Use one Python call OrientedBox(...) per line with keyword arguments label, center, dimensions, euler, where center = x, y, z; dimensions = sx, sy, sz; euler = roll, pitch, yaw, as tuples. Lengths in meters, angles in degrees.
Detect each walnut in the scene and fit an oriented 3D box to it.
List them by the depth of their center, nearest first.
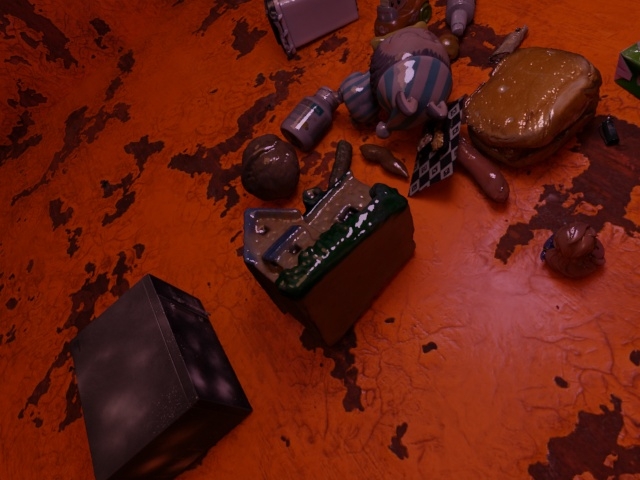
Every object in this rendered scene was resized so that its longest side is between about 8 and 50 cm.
OrientedBox(label="walnut", center=(-0.166, -0.238, 1.331), dimensions=(0.224, 0.224, 0.224), euler=(-12, 58, 20))

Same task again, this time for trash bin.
OrientedBox(label="trash bin", center=(-0.035, -0.969, 1.687), dimensions=(0.367, 0.256, 0.296), euler=(-15, 55, 8))

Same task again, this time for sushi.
OrientedBox(label="sushi", center=(0.317, -0.280, 1.157), dimensions=(0.192, 0.043, 0.280), euler=(-28, 41, 60))

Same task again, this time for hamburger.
OrientedBox(label="hamburger", center=(0.549, -0.356, 1.073), dimensions=(0.304, 0.174, 0.284), euler=(-42, 51, -1))

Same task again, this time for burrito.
OrientedBox(label="burrito", center=(0.599, -0.619, 1.283), dimensions=(0.149, 0.041, 0.055), euler=(-49, 40, -2))

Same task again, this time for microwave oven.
OrientedBox(label="microwave oven", center=(-0.452, 0.374, 1.109), dimensions=(0.374, 0.236, 0.432), euler=(-40, 53, 0))

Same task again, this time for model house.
OrientedBox(label="model house", center=(0.000, 0.000, 1.054), dimensions=(0.382, 0.335, 0.342), euler=(-43, 54, -14))

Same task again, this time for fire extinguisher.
OrientedBox(label="fire extinguisher", center=(0.734, -0.281, 1.033), dimensions=(0.038, 0.025, 0.083), euler=(-22, 52, 42))

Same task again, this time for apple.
OrientedBox(label="apple", center=(0.426, -0.648, 1.361), dimensions=(0.083, 0.084, 0.071), euler=(-2, 70, 25))

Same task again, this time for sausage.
OrientedBox(label="sausage", center=(0.418, -0.212, 1.117), dimensions=(0.078, 0.078, 0.304), euler=(-35, 53, 5))

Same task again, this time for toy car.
OrientedBox(label="toy car", center=(0.280, -0.854, 1.466), dimensions=(0.145, 0.235, 0.235), euler=(34, 81, 36))

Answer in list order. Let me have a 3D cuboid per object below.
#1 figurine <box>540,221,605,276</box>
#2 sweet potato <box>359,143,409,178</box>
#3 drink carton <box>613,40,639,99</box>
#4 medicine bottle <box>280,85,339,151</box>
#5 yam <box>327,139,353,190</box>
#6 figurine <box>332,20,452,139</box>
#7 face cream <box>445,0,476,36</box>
OrientedBox(label="figurine", center=(0.554, 0.022, 0.881), dimensions=(0.126, 0.157, 0.114), euler=(-2, 83, 20))
OrientedBox(label="sweet potato", center=(0.203, -0.252, 1.262), dimensions=(0.065, 0.051, 0.218), euler=(-44, 54, -7))
OrientedBox(label="drink carton", center=(0.883, -0.397, 0.973), dimensions=(0.161, 0.108, 0.271), euler=(-29, 54, 9))
OrientedBox(label="medicine bottle", center=(-0.030, -0.433, 1.427), dimensions=(0.135, 0.135, 0.215), euler=(33, 81, 36))
OrientedBox(label="yam", center=(0.055, -0.200, 1.302), dimensions=(0.061, 0.061, 0.274), euler=(2, 64, 27))
OrientedBox(label="figurine", center=(0.205, -0.437, 1.178), dimensions=(0.361, 0.266, 0.378), euler=(-29, 24, 24))
OrientedBox(label="face cream", center=(0.486, -0.803, 1.408), dimensions=(0.101, 0.101, 0.252), euler=(2, 64, 27))
